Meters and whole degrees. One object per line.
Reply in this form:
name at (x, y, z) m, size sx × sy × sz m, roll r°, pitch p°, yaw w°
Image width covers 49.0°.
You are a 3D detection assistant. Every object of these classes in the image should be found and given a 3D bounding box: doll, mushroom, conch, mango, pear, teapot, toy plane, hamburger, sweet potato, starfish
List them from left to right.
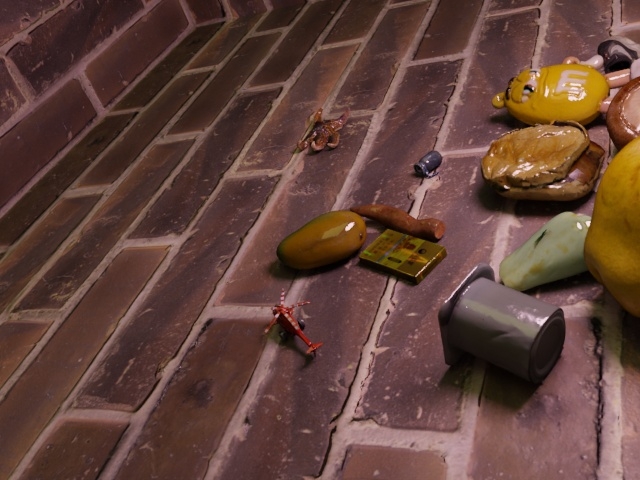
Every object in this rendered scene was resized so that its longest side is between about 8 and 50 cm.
toy plane at (-0.052, 0.201, 1.641) m, size 0.194 × 0.077 × 0.126 m, roll 19°, pitch 54°, yaw 34°
mango at (0.000, 0.000, 1.847) m, size 0.251 × 0.114 × 0.156 m, roll -18°, pitch 41°, yaw 4°
starfish at (0.012, -0.379, 2.413) m, size 0.216 × 0.071 × 0.238 m, roll -17°, pitch 44°, yaw -2°
sweet potato at (0.201, -0.053, 1.856) m, size 0.281 × 0.059 × 0.067 m, roll 20°, pitch 53°, yaw 44°
teapot at (0.317, -0.218, 2.040) m, size 0.083 × 0.063 × 0.049 m, roll -38°, pitch 5°, yaw -17°
hamburger at (0.565, -0.190, 1.783) m, size 0.284 × 0.134 × 0.265 m, roll 4°, pitch 49°, yaw 42°
conch at (0.512, 0.024, 1.549) m, size 0.250 × 0.137 × 0.143 m, roll -28°, pitch 57°, yaw 25°
doll at (0.722, -0.384, 1.951) m, size 0.423 × 0.161 × 0.348 m, roll -23°, pitch 50°, yaw 12°
mushroom at (0.856, -0.293, 1.713) m, size 0.297 × 0.163 × 0.278 m, roll 0°, pitch 50°, yaw 22°
pear at (0.696, -0.043, 1.316) m, size 0.418 × 0.362 × 0.362 m, roll -48°, pitch 33°, yaw 10°

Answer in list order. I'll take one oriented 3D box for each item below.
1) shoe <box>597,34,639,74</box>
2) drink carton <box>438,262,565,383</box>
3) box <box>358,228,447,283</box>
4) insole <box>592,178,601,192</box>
shoe at (0.904, -0.541, 2.113) m, size 0.112 × 0.099 × 0.227 m, roll -37°, pitch 37°, yaw -8°
drink carton at (0.360, 0.164, 1.367) m, size 0.189 × 0.185 × 0.191 m, roll 19°, pitch 49°, yaw 41°
box at (0.204, 0.037, 1.758) m, size 0.121 × 0.030 × 0.193 m, roll -42°, pitch 38°, yaw -26°
insole at (0.741, -0.121, 1.698) m, size 0.065 × 0.004 × 0.197 m, roll -41°, pitch 39°, yaw -26°
